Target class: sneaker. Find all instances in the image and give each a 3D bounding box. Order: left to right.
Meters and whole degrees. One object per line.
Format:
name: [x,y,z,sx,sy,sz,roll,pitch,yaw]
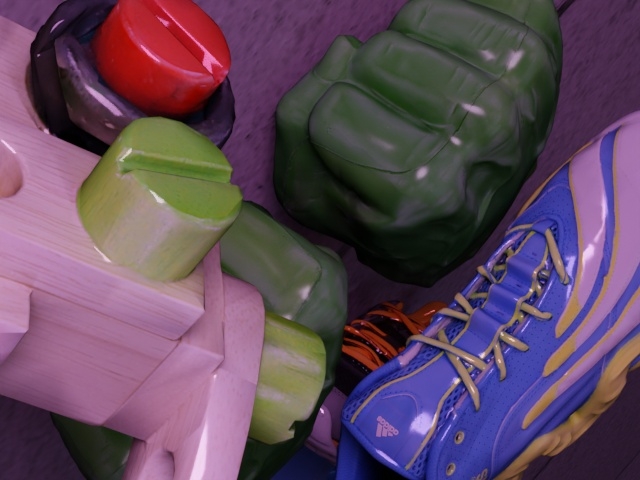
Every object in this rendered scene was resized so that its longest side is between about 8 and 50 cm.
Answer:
sneaker: [0.027,0.071,0.873,0.083,0.084,0.215,-57,167,10]
sneaker: [0.084,0.052,0.710,0.126,0.091,0.240,-23,147,-55]

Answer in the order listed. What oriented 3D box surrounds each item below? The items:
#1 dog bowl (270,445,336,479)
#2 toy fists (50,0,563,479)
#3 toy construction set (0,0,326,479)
dog bowl: [0.011,0.181,1.021,0.297,0.074,0.166,-34,154,-33]
toy fists: [0.000,0.000,0.679,0.279,0.096,0.142,-46,171,-13]
toy construction set: [-0.106,0.027,0.303,0.151,0.215,0.327,-33,130,25]
